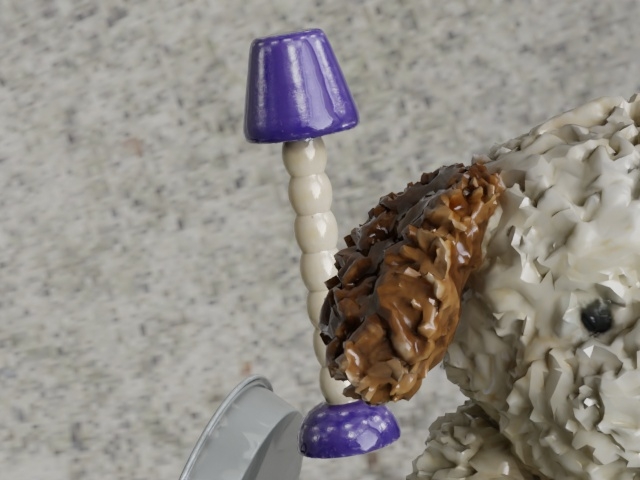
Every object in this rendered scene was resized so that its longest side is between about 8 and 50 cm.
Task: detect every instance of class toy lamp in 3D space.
[{"bbox_3d":[0.000,0.000,1.276,0.080,0.080,0.274,-18,104,-40],"label":"toy lamp"}]

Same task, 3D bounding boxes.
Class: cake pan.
[{"bbox_3d":[-0.090,0.281,1.987,0.293,0.054,0.293,20,90,-75],"label":"cake pan"}]

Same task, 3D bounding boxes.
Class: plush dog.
[{"bbox_3d":[0.113,0.058,0.672,0.262,0.210,0.225,-11,112,-13],"label":"plush dog"}]
